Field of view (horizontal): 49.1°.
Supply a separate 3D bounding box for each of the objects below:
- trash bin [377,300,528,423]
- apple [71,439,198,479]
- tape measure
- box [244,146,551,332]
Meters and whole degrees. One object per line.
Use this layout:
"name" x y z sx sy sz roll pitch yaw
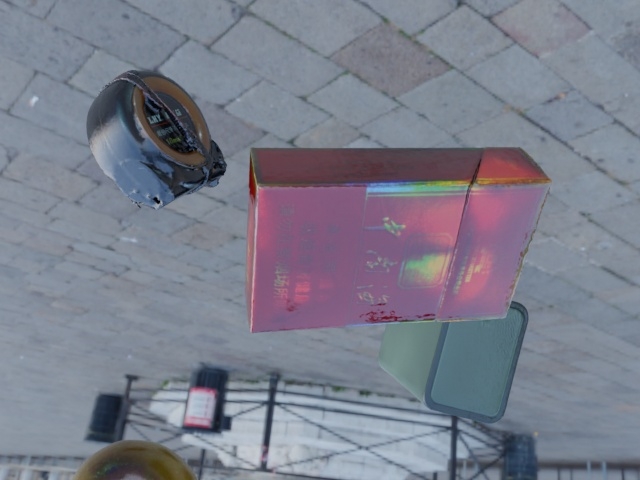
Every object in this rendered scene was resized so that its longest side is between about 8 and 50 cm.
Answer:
"trash bin" 0.237 0.199 1.393 0.158 0.223 0.343 16 178 -13
"apple" -0.209 0.304 0.775 0.146 0.163 0.147 6 136 -2
"tape measure" -0.269 -0.161 1.127 0.135 0.223 0.202 -25 -172 31
"box" 0.075 -0.001 0.784 0.313 0.089 0.197 -2 126 -12
